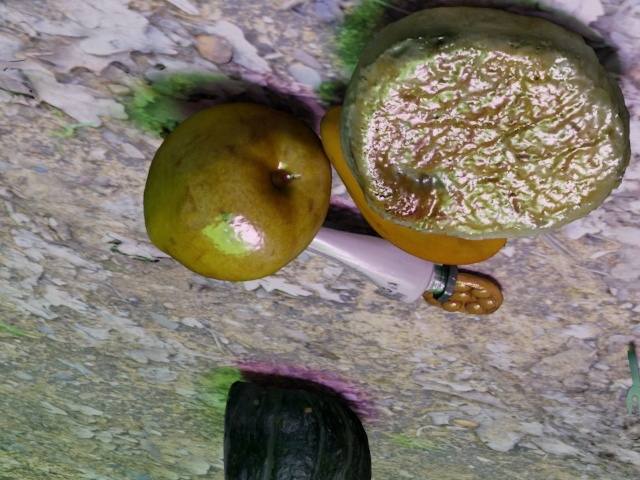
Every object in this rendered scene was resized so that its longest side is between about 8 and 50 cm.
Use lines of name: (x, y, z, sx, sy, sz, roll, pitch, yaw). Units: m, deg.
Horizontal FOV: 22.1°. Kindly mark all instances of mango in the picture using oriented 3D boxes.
mango: (0.091, -0.058, 1.694, 0.253, 0.113, 0.138, 36, 161, -30)

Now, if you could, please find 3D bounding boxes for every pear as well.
pear: (-0.085, -0.051, 1.702, 0.200, 0.200, 0.200, 9, 156, 4)

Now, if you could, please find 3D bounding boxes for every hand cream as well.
hand cream: (0.000, 0.000, 1.908, 0.336, 0.076, 0.121, 18, 176, -14)

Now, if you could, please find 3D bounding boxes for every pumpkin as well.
pumpkin: (-0.025, 0.355, 2.481, 0.196, 0.263, 0.293, -2, 154, 13)

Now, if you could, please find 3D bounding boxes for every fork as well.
fork: (0.429, 0.186, 2.209, 0.039, 0.021, 0.235, 0, 153, 14)

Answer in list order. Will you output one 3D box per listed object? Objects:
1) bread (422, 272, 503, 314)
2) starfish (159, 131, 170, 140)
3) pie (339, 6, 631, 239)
bread: (0.176, 0.066, 2.039, 0.110, 0.024, 0.110, 10, 155, 5)
starfish: (-0.133, -0.072, 1.842, 0.133, 0.041, 0.130, 18, 156, -15)
pie: (0.152, -0.106, 1.530, 0.277, 0.079, 0.277, 1, 133, 1)
